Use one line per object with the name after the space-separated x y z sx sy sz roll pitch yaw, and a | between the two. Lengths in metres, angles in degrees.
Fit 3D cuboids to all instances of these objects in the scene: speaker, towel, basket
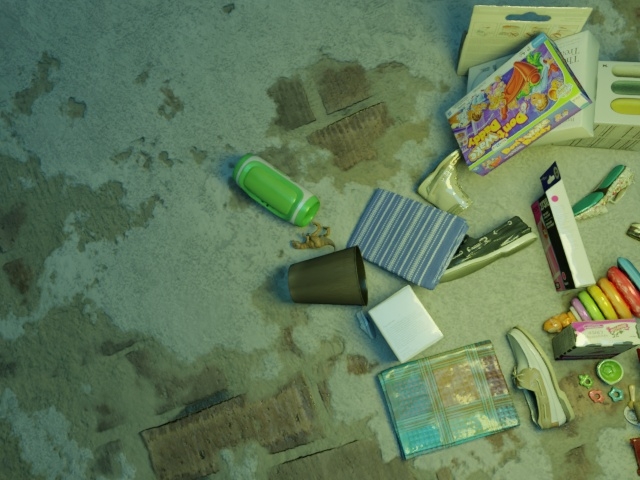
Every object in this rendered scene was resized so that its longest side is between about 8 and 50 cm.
-0.149 -0.168 1.663 0.296 0.131 0.131 35 87 13 | speaker
0.269 -0.012 1.567 0.336 0.040 0.243 27 86 34 | towel
0.022 0.126 1.573 0.227 0.154 0.204 -8 114 14 | basket
0.386 0.483 1.510 0.370 0.040 0.271 -18 79 5 | towel

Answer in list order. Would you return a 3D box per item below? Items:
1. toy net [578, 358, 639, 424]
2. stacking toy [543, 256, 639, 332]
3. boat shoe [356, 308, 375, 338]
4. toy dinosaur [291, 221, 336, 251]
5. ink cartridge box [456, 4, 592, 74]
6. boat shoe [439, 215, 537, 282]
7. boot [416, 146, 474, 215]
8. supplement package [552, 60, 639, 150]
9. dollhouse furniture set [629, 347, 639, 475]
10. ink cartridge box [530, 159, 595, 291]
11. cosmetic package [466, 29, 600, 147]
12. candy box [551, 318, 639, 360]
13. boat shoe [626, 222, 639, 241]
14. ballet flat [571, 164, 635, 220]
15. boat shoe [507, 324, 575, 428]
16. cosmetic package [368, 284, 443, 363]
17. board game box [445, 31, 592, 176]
0.872 0.461 1.433 0.122 0.045 0.232 -39 77 0 | toy net
0.798 0.198 1.445 0.302 0.175 0.166 -31 57 17 | stacking toy
0.144 0.272 1.590 0.035 0.035 0.100 -31 80 31 | boat shoe
0.000 0.000 1.628 0.211 0.064 0.112 -3 63 43 | toy dinosaur
0.590 -0.619 1.490 0.308 0.385 0.091 6 82 10 | ink cartridge box
0.485 0.023 1.532 0.340 0.127 0.113 -27 67 11 | boat shoe
0.434 -0.182 1.579 0.165 0.077 0.213 46 112 12 | boot
0.876 -0.407 1.504 0.262 0.198 0.199 6 81 10 | supplement package
0.920 0.488 1.296 0.152 0.201 0.374 -17 95 5 | dollhouse furniture set
0.708 -0.036 1.478 0.069 0.176 0.371 -11 79 8 | ink cartridge box
0.620 -0.426 1.494 0.377 0.097 0.284 -2 79 50 | cosmetic package
0.759 0.281 1.381 0.159 0.233 0.071 -5 68 9 | candy box
0.999 0.007 1.490 0.152 0.056 0.049 40 93 23 | boat shoe
0.872 -0.130 1.520 0.241 0.091 0.077 -44 99 3 | ballet flat
0.621 0.403 1.448 0.103 0.113 0.302 -25 78 -2 | boat shoe
0.258 0.254 1.511 0.151 0.151 0.184 -33 78 2 | cosmetic package
0.551 -0.381 1.423 0.347 0.078 0.233 -38 53 37 | board game box
